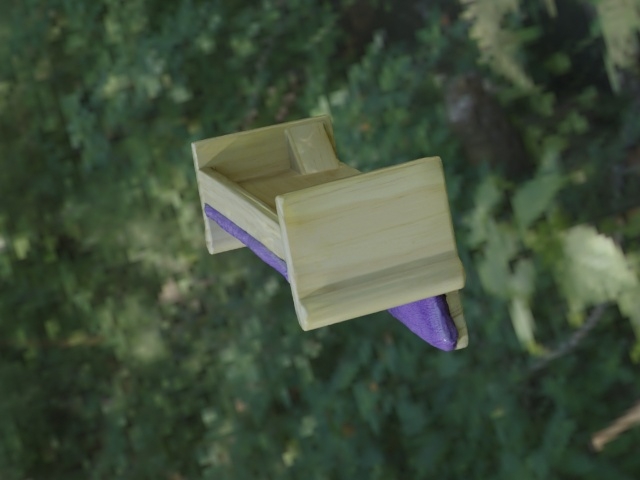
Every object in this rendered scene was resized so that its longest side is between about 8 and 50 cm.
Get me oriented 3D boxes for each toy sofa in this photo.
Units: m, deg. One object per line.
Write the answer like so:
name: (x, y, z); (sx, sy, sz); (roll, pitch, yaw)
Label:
toy sofa: (0.000, 0.000, 1.727); (0.362, 0.150, 0.177); (-147, 46, -70)
